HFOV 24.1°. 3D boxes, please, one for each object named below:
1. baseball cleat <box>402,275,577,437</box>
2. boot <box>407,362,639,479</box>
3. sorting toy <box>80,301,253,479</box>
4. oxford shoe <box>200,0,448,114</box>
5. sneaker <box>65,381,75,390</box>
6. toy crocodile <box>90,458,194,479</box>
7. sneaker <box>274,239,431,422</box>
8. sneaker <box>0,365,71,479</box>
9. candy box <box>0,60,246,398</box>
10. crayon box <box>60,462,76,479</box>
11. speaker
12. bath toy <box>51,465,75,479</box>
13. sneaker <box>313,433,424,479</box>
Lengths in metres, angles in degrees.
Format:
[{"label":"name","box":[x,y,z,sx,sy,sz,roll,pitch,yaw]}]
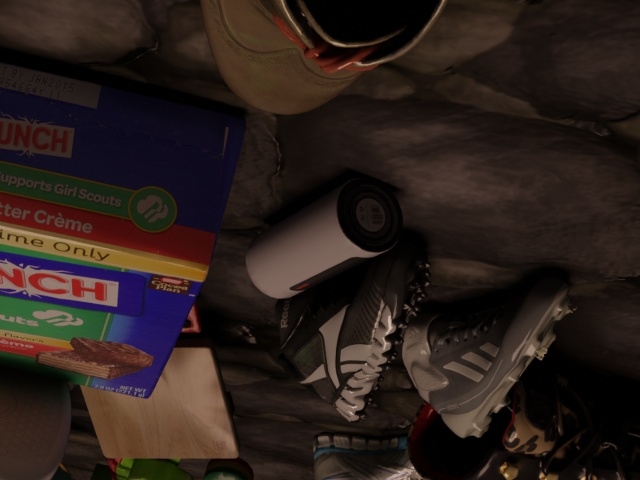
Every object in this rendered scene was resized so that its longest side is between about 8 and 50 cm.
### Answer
[{"label":"baseball cleat","box":[0.121,0.080,1.188,0.109,0.072,0.206,39,138,13]},{"label":"boot","box":[0.275,0.184,1.299,0.284,0.138,0.377,20,161,-22]},{"label":"sorting toy","box":[-0.147,0.128,1.363,0.132,0.046,0.274,-2,126,14]},{"label":"oxford shoe","box":[-0.003,-0.126,0.674,0.123,0.130,0.348,12,157,-6]},{"label":"sneaker","box":[-0.396,0.116,1.391,0.341,0.139,0.125,12,155,-10]},{"label":"toy crocodile","box":[-0.179,0.221,1.583,0.105,0.115,0.340,19,156,-4]},{"label":"sneaker","box":[0.015,0.064,1.178,0.106,0.078,0.234,26,148,4]},{"label":"sneaker","box":[-0.285,0.151,1.226,0.104,0.147,0.296,4,-153,-30]},{"label":"candy box","box":[-0.216,-0.005,1.057,0.268,0.122,0.317,13,156,-8]},{"label":"crayon box","box":[-0.429,0.216,1.715,0.318,0.081,0.202,8,158,6]},{"label":"speaker","box":[0.000,0.000,1.070,0.055,0.055,0.136,21,154,-25]},{"label":"bath toy","box":[-0.379,0.318,1.680,0.348,0.151,0.129,-10,-176,42]},{"label":"sneaker","box":[0.076,0.254,1.601,0.191,0.083,0.071,-6,151,30]}]
